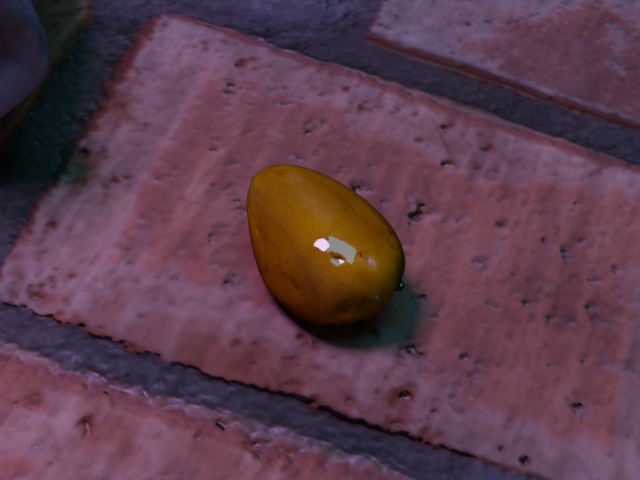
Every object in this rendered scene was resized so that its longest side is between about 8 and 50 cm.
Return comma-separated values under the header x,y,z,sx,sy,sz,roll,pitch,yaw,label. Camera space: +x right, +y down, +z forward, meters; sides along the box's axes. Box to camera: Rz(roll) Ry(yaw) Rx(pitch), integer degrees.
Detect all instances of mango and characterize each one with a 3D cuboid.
x,y,z,sx,sy,sz,roll,pitch,yaw,label
0.000,0.000,0.818,0.080,0.060,0.114,-25,53,-36,mango

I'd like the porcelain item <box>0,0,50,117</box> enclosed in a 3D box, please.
x,y,z,sx,sy,sz,roll,pitch,yaw,label
-0.281,-0.248,0.876,0.179,0.242,0.405,-22,51,2,porcelain item
